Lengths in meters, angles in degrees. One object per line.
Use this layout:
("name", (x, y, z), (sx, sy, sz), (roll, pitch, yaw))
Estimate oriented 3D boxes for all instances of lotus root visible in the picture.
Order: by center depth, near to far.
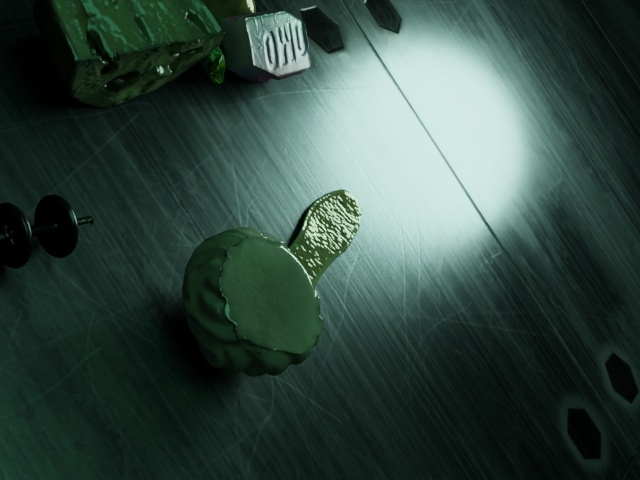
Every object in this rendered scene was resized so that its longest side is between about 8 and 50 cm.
("lotus root", (-0.243, -0.248, 1.151), (0.234, 0.138, 0.119), (-21, 75, -49))

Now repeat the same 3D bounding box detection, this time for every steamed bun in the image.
("steamed bun", (-0.089, 0.078, 1.109), (0.182, 0.106, 0.183), (21, 54, -32))

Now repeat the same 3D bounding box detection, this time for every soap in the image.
("soap", (-0.075, -0.283, 1.379), (0.149, 0.056, 0.100), (-26, 114, -51))

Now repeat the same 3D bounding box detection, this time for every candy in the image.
("candy", (-0.185, -0.296, 1.282), (0.032, 0.102, 0.178), (-36, 88, -6))

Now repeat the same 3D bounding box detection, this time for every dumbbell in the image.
("dumbbell", (-0.298, -0.010, 0.984), (0.147, 0.069, 0.069), (-17, 77, -50))

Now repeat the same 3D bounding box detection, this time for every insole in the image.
("insole", (0.000, 0.000, 1.323), (0.081, 0.011, 0.248), (47, 41, -12))

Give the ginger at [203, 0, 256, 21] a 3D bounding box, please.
("ginger", (-0.128, -0.386, 1.382), (0.193, 0.122, 0.115), (52, 27, -19))
